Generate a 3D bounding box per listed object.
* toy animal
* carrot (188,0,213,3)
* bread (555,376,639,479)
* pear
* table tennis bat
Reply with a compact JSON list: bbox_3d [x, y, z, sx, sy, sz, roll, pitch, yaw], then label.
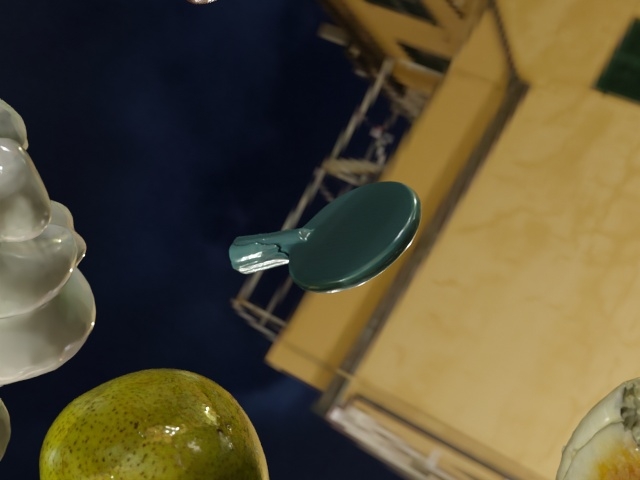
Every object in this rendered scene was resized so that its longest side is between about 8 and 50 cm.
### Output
[{"bbox_3d":[-0.278,0.026,0.961,0.241,0.196,0.367,-24,-26,-6],"label":"toy animal"},{"bbox_3d":[-0.087,-0.282,1.440,0.248,0.059,0.059,-58,-22,-64],"label":"carrot"},{"bbox_3d":[0.321,0.286,1.256,0.171,0.314,0.192,-14,-31,-45],"label":"bread"},{"bbox_3d":[-0.134,0.197,1.191,0.198,0.198,0.198,-30,-47,-39],"label":"pear"},{"bbox_3d":[0.000,0.000,1.260,0.033,0.201,0.124,52,-134,-29],"label":"table tennis bat"}]
